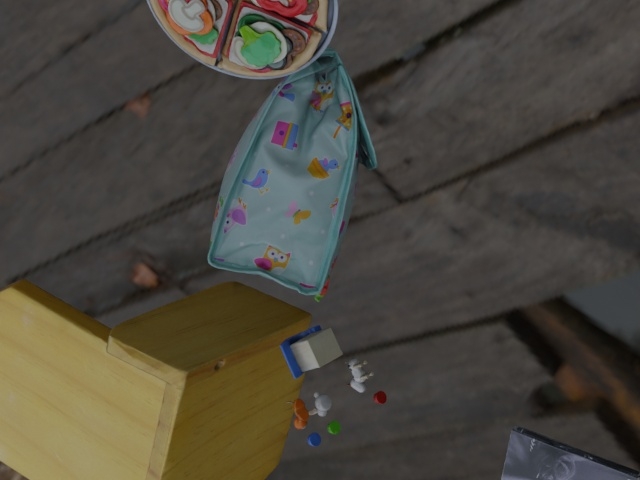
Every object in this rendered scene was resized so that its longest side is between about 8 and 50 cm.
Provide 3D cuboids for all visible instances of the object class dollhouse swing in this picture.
[{"bbox_3d":[-0.245,0.193,1.937,0.305,0.315,0.347,37,130,30],"label":"dollhouse swing"}]

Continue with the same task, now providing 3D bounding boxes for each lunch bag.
[{"bbox_3d":[-0.021,-0.086,1.636,0.160,0.262,0.223,17,-177,-1],"label":"lunch bag"}]

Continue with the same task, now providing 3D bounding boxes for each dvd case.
[{"bbox_3d":[0.298,0.347,1.805,0.164,0.018,0.221,19,125,19],"label":"dvd case"}]

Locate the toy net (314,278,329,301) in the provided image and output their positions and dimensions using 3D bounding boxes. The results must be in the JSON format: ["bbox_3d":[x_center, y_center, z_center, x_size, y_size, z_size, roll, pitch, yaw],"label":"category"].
[{"bbox_3d":[0.000,0.000,1.989,0.045,0.122,0.232,9,160,-3],"label":"toy net"}]

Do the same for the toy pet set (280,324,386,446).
[{"bbox_3d":[-0.005,0.162,1.642,0.065,0.122,0.114,-22,93,52],"label":"toy pet set"}]

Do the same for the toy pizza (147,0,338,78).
[{"bbox_3d":[-0.081,-0.235,1.393,0.201,0.032,0.201,11,133,12],"label":"toy pizza"}]
